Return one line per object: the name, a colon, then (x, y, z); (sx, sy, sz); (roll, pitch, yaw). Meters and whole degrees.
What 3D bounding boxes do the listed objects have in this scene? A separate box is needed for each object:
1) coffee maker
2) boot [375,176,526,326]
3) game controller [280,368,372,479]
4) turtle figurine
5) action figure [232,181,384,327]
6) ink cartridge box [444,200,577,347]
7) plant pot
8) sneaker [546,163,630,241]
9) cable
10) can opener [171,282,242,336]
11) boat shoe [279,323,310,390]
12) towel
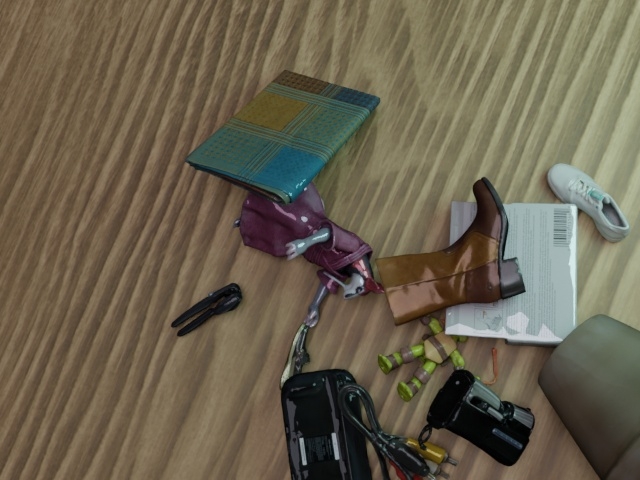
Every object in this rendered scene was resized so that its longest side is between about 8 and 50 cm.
coffee maker: (0.309, 0.367, 1.574); (0.178, 0.120, 0.171); (35, 108, -15)
boot: (0.253, 0.021, 1.630); (0.280, 0.096, 0.264); (-14, 78, 13)
game controller: (0.014, 0.431, 1.653); (0.166, 0.067, 0.319); (-7, 77, -4)
turtle figurine: (0.227, 0.220, 1.651); (0.217, 0.087, 0.269); (-30, 87, -18)
action figure: (0.000, 0.000, 1.717); (0.370, 0.248, 0.276); (34, 60, 16)
ink cartridge box: (0.397, 0.068, 1.654); (0.261, 0.066, 0.296); (3, 74, 11)
plant pot: (0.578, 0.297, 1.491); (0.323, 0.323, 0.280); (-44, 58, -1)
sneaker: (0.565, -0.091, 1.654); (0.080, 0.094, 0.212); (-45, 75, 1)
cable: (0.135, 0.418, 1.634); (0.287, 0.072, 0.139); (40, 102, 9)
can opener: (-0.255, 0.153, 1.772); (0.186, 0.073, 0.059); (-28, 83, 13)
boat shoe: (-0.046, 0.257, 1.718); (0.049, 0.056, 0.152); (17, 92, 8)
towel: (-0.074, -0.233, 1.716); (0.271, 0.040, 0.370); (23, 53, 26)
